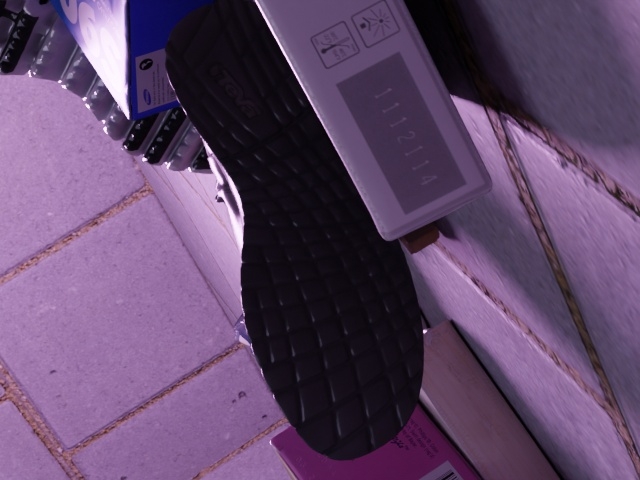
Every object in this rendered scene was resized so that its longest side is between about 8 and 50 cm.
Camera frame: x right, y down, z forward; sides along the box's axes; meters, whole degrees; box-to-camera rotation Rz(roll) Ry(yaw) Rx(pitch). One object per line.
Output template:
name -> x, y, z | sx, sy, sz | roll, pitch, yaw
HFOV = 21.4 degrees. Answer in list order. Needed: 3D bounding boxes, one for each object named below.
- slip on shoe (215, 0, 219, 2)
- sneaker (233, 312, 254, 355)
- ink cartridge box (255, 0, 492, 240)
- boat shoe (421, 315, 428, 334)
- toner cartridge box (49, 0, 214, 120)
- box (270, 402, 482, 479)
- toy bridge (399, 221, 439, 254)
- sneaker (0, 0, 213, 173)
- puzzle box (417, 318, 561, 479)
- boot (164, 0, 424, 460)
slip on shoe -> -0.103, -0.197, 1.371 | 0.041, 0.051, 0.135 | 66, 163, -16
sneaker -> -0.027, 0.110, 2.068 | 0.131, 0.112, 0.319 | 40, 174, 4
ink cartridge box -> -0.025, -0.178, 0.860 | 0.296, 0.066, 0.261 | 61, -175, -25
boat shoe -> -0.017, -0.012, 1.415 | 0.305, 0.091, 0.109 | 59, 173, -15
toner cartridge box -> -0.194, -0.271, 1.345 | 0.348, 0.075, 0.165 | 54, 153, 33
box -> 0.091, 0.263, 1.370 | 0.213, 0.117, 0.243 | 49, 168, 47
toy bridge -> 0.037, -0.064, 1.095 | 0.063, 0.026, 0.188 | 54, 173, 34
sneaker -> -0.177, -0.163, 1.459 | 0.292, 0.110, 0.118 | 31, -140, -14
puzzle box -> 0.192, 0.267, 1.385 | 0.409, 0.052, 0.272 | 56, 173, 14
boot -> 0.000, 0.000, 1.226 | 0.222, 0.118, 0.338 | 56, -163, -75
